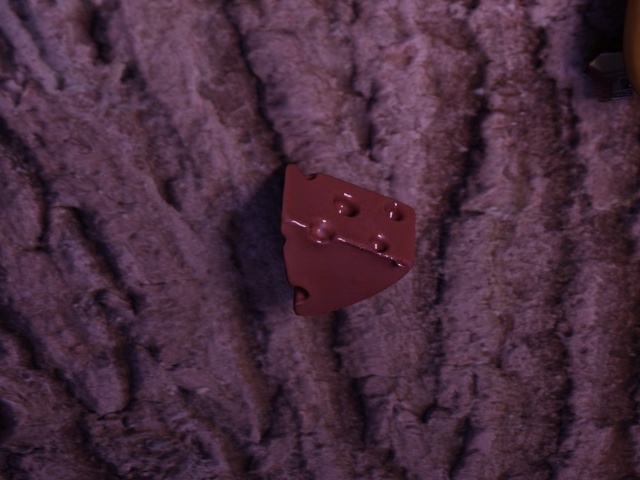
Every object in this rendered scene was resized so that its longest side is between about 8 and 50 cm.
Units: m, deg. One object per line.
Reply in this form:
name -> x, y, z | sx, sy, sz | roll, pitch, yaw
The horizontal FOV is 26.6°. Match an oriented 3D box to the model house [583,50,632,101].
model house -> 0.357, -0.204, 1.676 | 0.058, 0.057, 0.083 | -7, 180, 5

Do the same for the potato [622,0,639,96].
potato -> 0.418, -0.249, 1.551 | 0.150, 0.146, 0.234 | -17, 133, -6

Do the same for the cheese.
cheese -> 0.006, 0.019, 1.881 | 0.203, 0.128, 0.177 | 18, 134, -17
